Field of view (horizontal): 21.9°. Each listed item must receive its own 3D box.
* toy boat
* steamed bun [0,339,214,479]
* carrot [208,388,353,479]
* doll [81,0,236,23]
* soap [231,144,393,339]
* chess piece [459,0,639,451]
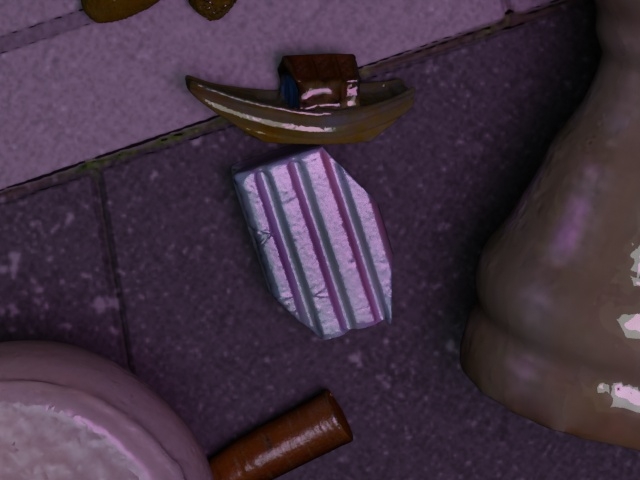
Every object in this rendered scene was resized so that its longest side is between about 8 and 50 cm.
[{"bbox_3d":[-0.015,-0.108,1.240,0.172,0.065,0.066,-2,108,-12],"label":"toy boat"},{"bbox_3d":[-0.212,0.206,1.218,0.283,0.177,0.283,-1,102,-4],"label":"steamed bun"},{"bbox_3d":[-0.043,0.169,1.298,0.139,0.048,0.048,-28,102,0],"label":"carrot"},{"bbox_3d":[-0.088,-0.225,1.197,0.209,0.097,0.137,-28,108,4],"label":"doll"},{"bbox_3d":[0.000,0.000,1.267,0.100,0.056,0.149,-19,102,-1],"label":"soap"},{"bbox_3d":[0.246,-0.090,1.158,0.234,0.234,0.442,6,111,-8],"label":"chess piece"}]
